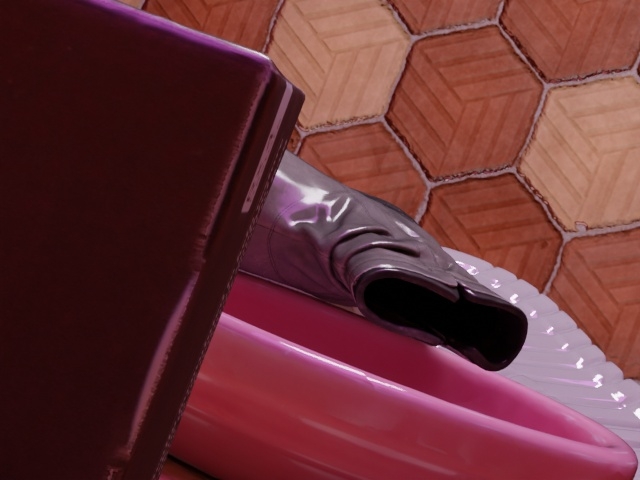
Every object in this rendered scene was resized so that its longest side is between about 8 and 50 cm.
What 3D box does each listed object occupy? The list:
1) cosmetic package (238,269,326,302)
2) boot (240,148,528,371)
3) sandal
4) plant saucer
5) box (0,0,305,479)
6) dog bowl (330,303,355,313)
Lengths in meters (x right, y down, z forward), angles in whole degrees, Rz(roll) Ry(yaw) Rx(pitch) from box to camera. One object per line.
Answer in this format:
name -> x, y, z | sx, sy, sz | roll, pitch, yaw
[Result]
cosmetic package -> -0.113, 0.015, 1.243 | 0.231, 0.117, 0.085 | 19, 2, -21
boot -> 0.000, 0.000, 1.093 | 0.246, 0.083, 0.161 | 18, 9, -29
sandal -> 0.141, 0.128, 1.289 | 0.169, 0.102, 0.416 | 1, 27, -36
plant saucer -> 0.005, 0.090, 1.013 | 0.332, 0.084, 0.332 | 21, 2, -1
box -> -0.215, -0.035, 0.619 | 0.381, 0.191, 0.143 | 22, 3, 5
dog bowl -> -0.074, 0.014, 1.734 | 0.348, 0.102, 0.349 | 22, 3, -1
